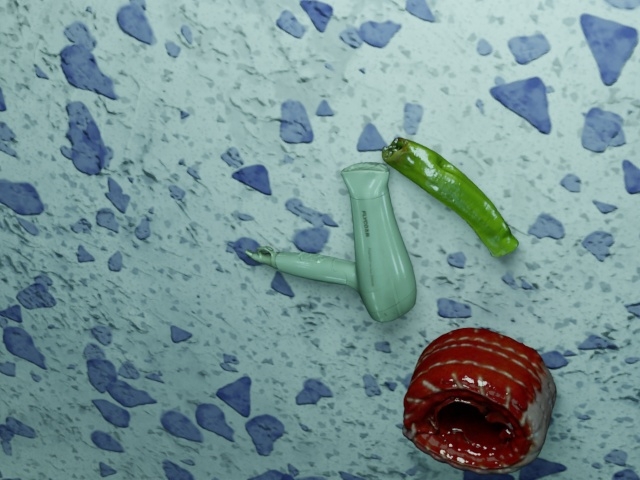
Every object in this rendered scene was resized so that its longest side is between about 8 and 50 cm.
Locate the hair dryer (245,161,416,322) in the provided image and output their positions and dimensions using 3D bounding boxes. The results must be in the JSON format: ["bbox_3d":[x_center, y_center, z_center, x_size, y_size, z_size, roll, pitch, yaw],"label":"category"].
[{"bbox_3d":[0.000,0.000,1.637,0.237,0.075,0.206,0,118,29],"label":"hair dryer"}]

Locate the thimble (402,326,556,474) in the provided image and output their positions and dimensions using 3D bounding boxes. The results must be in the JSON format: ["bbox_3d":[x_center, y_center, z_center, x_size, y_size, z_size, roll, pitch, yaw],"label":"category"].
[{"bbox_3d":[0.208,0.209,1.666,0.189,0.125,0.163,10,124,13],"label":"thimble"}]

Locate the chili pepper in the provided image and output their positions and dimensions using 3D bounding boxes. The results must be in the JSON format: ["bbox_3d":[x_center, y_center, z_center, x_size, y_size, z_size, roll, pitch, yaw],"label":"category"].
[{"bbox_3d":[0.162,-0.055,1.542,0.201,0.050,0.052,41,91,-10],"label":"chili pepper"}]
